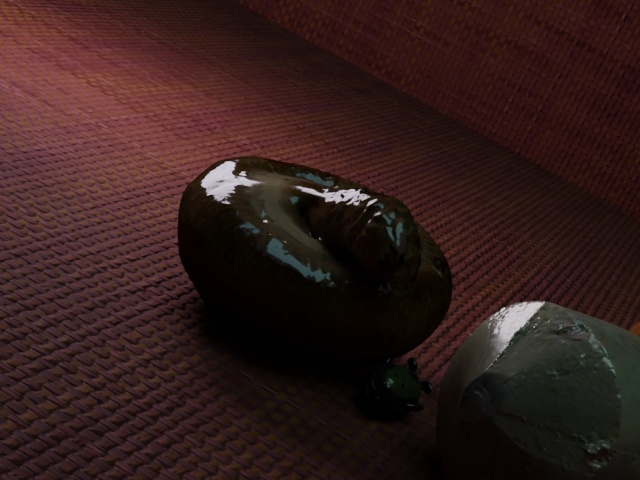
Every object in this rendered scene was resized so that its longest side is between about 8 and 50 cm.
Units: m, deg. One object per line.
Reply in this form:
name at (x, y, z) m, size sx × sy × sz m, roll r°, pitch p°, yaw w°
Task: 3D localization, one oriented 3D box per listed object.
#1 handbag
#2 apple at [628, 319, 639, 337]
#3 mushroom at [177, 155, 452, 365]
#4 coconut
handbag at (0.083, 0.170, 1.448) m, size 0.072 × 0.047 × 0.111 m, roll 57°, pitch 23°, yaw 13°
apple at (0.535, 0.187, 1.865) m, size 0.201 × 0.162 × 0.201 m, roll 22°, pitch 18°, yaw -8°
mushroom at (-0.012, 0.020, 1.525) m, size 0.345 × 0.239 × 0.345 m, roll 41°, pitch 1°, yaw -1°
coconut at (0.240, 0.184, 1.334) m, size 0.244 × 0.239 × 0.239 m, roll 10°, pitch 23°, yaw -44°
